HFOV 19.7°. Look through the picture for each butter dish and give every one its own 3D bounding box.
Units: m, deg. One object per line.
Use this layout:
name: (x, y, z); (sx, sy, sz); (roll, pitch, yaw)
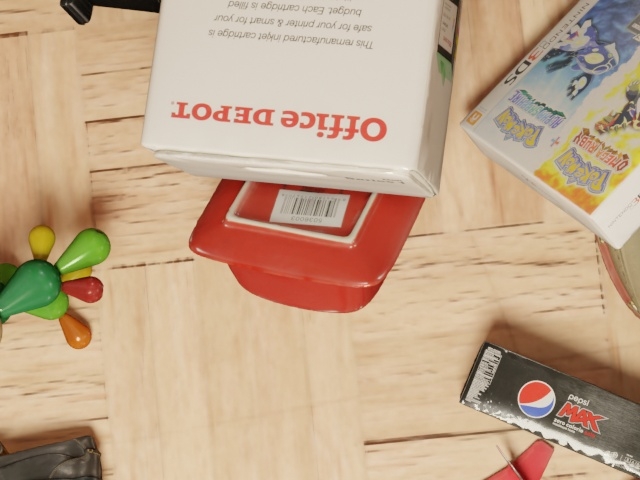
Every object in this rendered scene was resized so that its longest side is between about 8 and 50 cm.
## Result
butter dish: (0.000, 0.000, 1.422); (0.160, 0.118, 0.160); (11, 46, 18)

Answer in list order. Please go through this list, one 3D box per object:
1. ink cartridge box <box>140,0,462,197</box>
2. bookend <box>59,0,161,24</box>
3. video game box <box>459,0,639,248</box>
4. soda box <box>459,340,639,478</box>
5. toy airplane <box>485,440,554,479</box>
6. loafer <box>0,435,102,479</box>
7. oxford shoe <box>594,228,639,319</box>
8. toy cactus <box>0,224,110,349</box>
ink cartridge box: (-0.003, -0.179, 1.343); (0.201, 0.117, 0.278); (6, 82, 14)
bookend: (-0.115, -0.248, 1.472); (0.157, 0.072, 0.156); (6, 84, 6)
video game box: (0.222, -0.108, 1.376); (0.187, 0.205, 0.048); (-48, 123, 0)
soda box: (0.193, 0.132, 1.415); (0.169, 0.060, 0.053); (23, 88, 6)
toy airplane: (0.179, 0.220, 1.424); (0.151, 0.028, 0.151); (0, 83, 4)
loafer: (-0.253, 0.190, 1.457); (0.170, 0.062, 0.061); (-3, 62, 1)
oxford shoe: (0.305, 0.051, 1.377); (0.123, 0.130, 0.348); (-29, 83, 2)
toy cactus: (-0.259, 0.067, 1.410); (0.219, 0.180, 0.112); (-18, 103, 8)
